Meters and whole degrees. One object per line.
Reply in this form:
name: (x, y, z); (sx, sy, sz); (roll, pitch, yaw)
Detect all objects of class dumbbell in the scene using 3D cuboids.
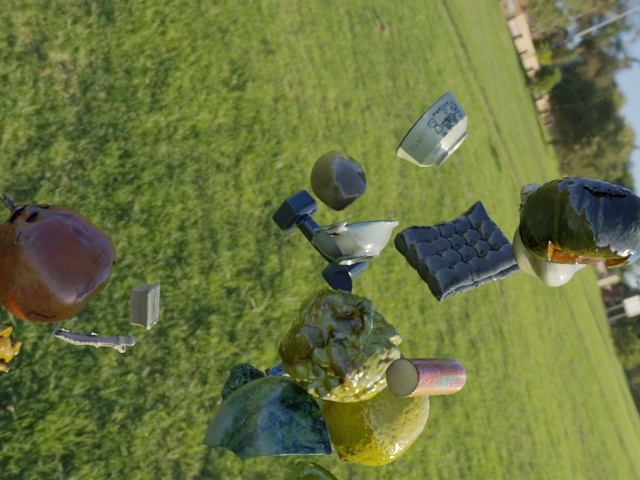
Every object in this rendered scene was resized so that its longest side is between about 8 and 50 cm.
dumbbell: (0.000, 0.000, 2.200); (0.160, 0.144, 0.325); (-32, 72, -33)

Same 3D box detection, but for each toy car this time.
toy car: (-0.089, 0.398, 1.964); (0.171, 0.080, 0.070); (71, -8, -46)

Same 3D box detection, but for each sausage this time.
sausage: (0.212, 0.256, 1.346); (0.234, 0.071, 0.071); (12, 57, -52)

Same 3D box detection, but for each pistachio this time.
pistachio: (0.042, -0.150, 1.739); (0.136, 0.135, 0.226); (60, 11, -24)

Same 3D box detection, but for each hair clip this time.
hair clip: (-0.641, 0.281, 2.013); (0.226, 0.072, 0.034); (11, 53, -29)

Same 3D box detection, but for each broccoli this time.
broccoli: (-0.231, 0.474, 2.215); (0.195, 0.156, 0.195); (1, 88, -38)

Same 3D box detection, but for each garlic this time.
garlic: (0.532, -0.029, 1.626); (0.203, 0.184, 0.281); (59, 38, -31)

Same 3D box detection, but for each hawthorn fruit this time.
hawthorn fruit: (-0.636, 0.024, 1.627); (0.307, 0.276, 0.276); (58, 20, -24)

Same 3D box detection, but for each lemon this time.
lemon: (0.161, 0.493, 2.107); (0.336, 0.336, 0.336); (55, 21, -34)

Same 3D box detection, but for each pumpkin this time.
pumpkin: (0.484, -0.035, 1.313); (0.238, 0.238, 0.159); (32, 63, -62)

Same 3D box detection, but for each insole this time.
insole: (0.058, 0.193, 2.012); (0.086, 0.005, 0.253); (16, 52, -15)

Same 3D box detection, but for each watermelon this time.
watermelon: (-0.132, 0.428, 1.654); (0.256, 0.260, 0.176); (-117, -146, -57)

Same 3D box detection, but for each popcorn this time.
popcorn: (0.055, 0.250, 1.667); (0.247, 0.282, 0.282); (67, 6, -74)

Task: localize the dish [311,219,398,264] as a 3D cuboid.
dish: (0.076, 0.009, 1.694); (0.246, 0.224, 0.078); (9, 69, -63)

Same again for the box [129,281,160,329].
box: (-0.495, 0.181, 2.012); (0.089, 0.062, 0.122); (-64, 159, -78)

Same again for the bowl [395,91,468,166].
bowl: (0.341, -0.304, 2.083); (0.126, 0.238, 0.238); (43, 17, 5)

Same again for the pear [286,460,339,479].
pear: (-0.011, 0.732, 1.674); (0.318, 0.238, 0.342); (38, 66, -2)

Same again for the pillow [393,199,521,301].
pillow: (0.381, 0.029, 1.954); (0.228, 0.326, 0.101); (53, -32, 31)

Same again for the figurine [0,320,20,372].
figurine: (-0.668, 0.224, 1.393); (0.121, 0.122, 0.176); (47, 48, -6)
